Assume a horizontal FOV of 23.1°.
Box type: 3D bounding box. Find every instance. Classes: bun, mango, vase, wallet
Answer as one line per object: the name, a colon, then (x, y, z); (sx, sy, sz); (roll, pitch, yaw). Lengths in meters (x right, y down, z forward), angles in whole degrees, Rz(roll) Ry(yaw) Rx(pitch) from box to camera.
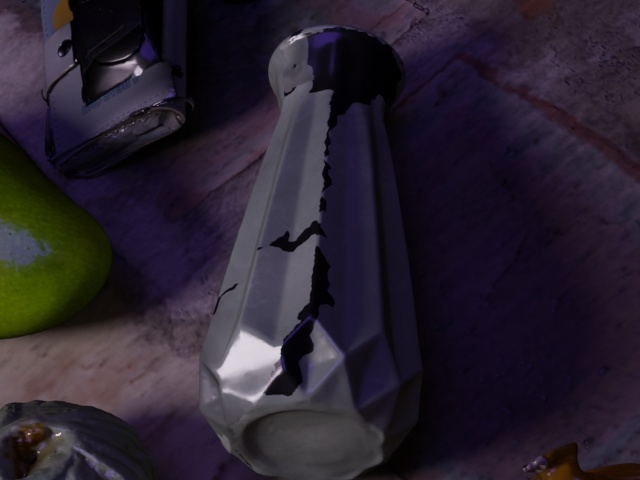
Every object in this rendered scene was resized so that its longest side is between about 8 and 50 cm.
bun: (-0.212, 0.190, 1.126); (0.195, 0.118, 0.195); (-2, 44, 2)
mango: (-0.315, -0.014, 1.320); (0.343, 0.156, 0.192); (17, 72, 27)
vase: (0.000, 0.000, 1.188); (0.165, 0.165, 0.360); (-9, 50, 16)
wallet: (-0.190, -0.181, 1.418); (0.170, 0.069, 0.231); (-22, 56, 28)

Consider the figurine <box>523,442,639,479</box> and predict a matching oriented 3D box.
figurine: (0.192, 0.219, 0.995); (0.122, 0.121, 0.176); (-3, 65, -13)
